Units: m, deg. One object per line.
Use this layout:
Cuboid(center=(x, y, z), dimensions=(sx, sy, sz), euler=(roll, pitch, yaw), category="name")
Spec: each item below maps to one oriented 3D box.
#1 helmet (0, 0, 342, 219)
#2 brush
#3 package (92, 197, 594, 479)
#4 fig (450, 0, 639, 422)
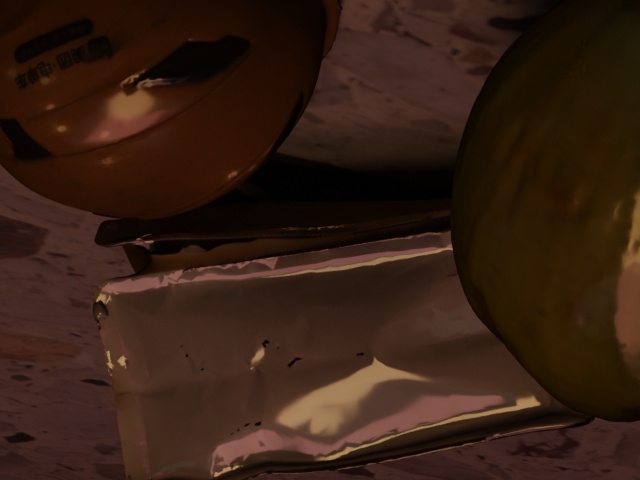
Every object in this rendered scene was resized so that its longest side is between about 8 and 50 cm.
Cuboid(center=(-0.103, -0.084, 1.111), dimensions=(0.224, 0.130, 0.198), euler=(-6, 156, 27), category="helmet")
Cuboid(center=(0.000, 0.000, 1.382), dimensions=(0.043, 0.036, 0.248), euler=(-9, 152, 35), category="brush")
Cuboid(center=(0.018, 0.035, 1.295), dimensions=(0.311, 0.221, 0.165), euler=(-9, 110, 12), category="package")
Cuboid(center=(0.190, -0.035, 1.021), dimensions=(0.239, 0.239, 0.271), euler=(7, 136, 3), category="fig")
